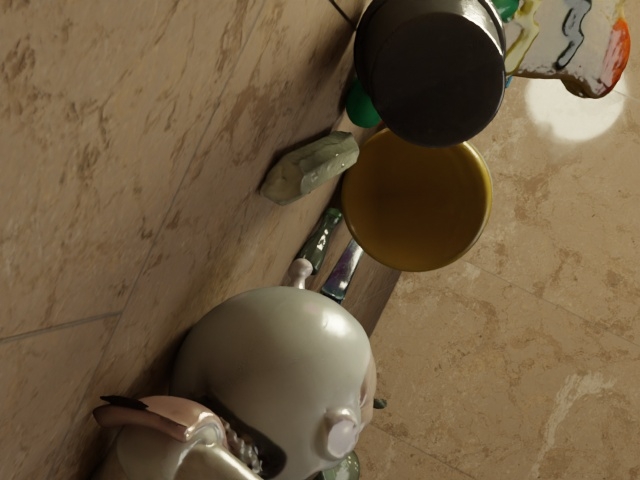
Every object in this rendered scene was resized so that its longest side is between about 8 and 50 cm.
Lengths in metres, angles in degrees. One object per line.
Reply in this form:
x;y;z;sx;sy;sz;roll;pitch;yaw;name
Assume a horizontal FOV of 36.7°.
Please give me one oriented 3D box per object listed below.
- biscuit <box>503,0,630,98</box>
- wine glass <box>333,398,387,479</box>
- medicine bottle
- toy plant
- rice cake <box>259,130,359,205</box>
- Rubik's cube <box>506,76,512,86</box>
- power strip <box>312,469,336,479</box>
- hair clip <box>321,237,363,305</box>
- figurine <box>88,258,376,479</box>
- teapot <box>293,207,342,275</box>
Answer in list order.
0.343;-0.347;1.500;0.394;0.076;0.368;-7;118;-26;biscuit
-0.002;0.474;2.223;0.323;0.238;0.238;-58;169;-17;wine glass
0.169;-0.075;1.615;0.238;0.238;0.232;-65;171;9;medicine bottle
0.130;-0.230;1.199;0.279;0.185;0.400;-60;-173;21;toy plant
-0.008;-0.092;1.196;0.057;0.052;0.256;-36;-179;22;rice cake
0.270;-0.355;1.637;0.160;0.163;0.162;-67;172;16;Rubik's cube
-0.071;0.445;1.891;0.059;0.193;0.265;-38;117;-63;power strip
0.072;0.030;1.958;0.275;0.048;0.083;-59;165;-32;hair clip
-0.071;0.180;1.038;0.361;0.253;0.211;-35;134;-56;figurine
0.000;0.000;1.511;0.043;0.043;0.111;98;18;-62;teapot
